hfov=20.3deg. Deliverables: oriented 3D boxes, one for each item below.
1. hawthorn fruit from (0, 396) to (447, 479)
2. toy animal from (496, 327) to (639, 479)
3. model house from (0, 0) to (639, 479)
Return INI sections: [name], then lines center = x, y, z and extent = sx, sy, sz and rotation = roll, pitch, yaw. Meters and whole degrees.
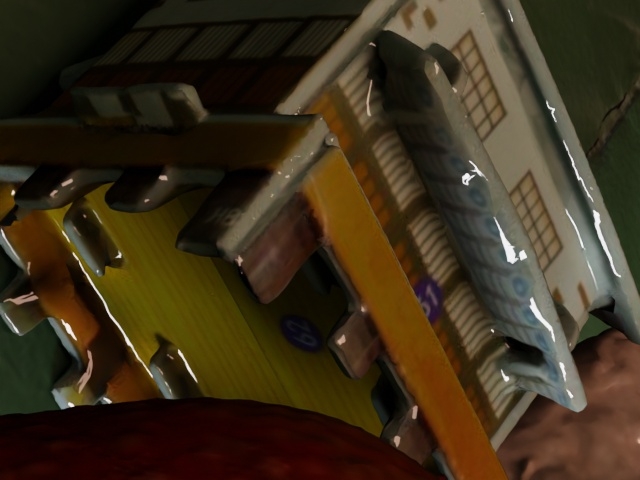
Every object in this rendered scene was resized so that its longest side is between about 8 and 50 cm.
[hawthorn fruit]
center = -0.096, 0.187, 0.501
extent = 0.369, 0.285, 0.284
rotation = 0, 89, -16
[toy animal]
center = 0.055, 0.207, 0.768
extent = 0.358, 0.188, 0.226
rotation = -32, 139, -24
[model house]
center = 0.000, 0.000, 0.705
extent = 0.215, 0.198, 0.224
rotation = -49, 126, -31
